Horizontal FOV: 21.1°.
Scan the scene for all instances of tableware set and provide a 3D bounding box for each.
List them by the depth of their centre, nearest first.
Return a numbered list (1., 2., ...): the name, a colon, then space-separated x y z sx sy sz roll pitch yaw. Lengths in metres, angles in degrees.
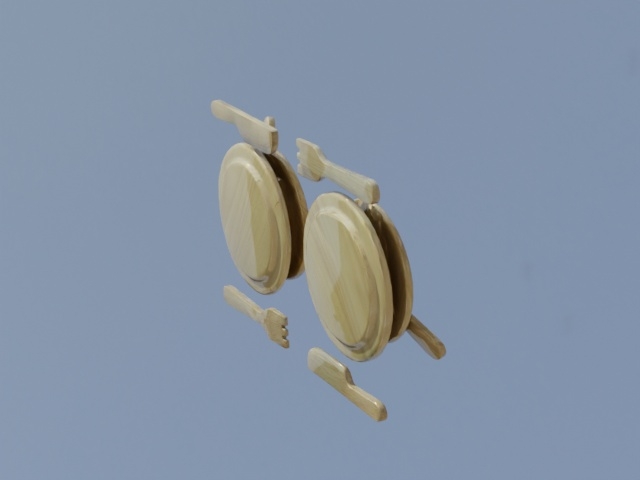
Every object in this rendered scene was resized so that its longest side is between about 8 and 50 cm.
1. tableware set: 0.000 0.000 0.913 0.039 0.194 0.128 -12 -67 -25
